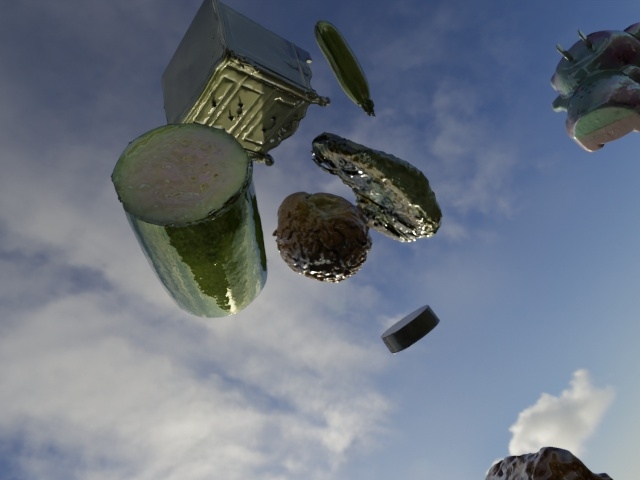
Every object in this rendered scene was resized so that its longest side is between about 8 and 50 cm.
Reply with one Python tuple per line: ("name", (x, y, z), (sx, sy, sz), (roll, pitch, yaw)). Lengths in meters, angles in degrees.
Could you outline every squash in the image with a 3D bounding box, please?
("squash", (-0.258, -0.023, 0.906), (0.263, 0.263, 0.384), (-33, -28, -22))
("squash", (0.084, -0.538, 1.326), (0.095, 0.094, 0.340), (-35, -83, -20))

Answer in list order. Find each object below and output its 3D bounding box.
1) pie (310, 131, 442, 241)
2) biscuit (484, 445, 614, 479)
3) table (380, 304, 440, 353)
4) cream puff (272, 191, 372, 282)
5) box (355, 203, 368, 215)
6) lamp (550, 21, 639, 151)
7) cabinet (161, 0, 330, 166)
("pie", (0.139, -0.111, 0.964), (0.371, 0.297, 0.078), (44, -105, -33))
("biscuit", (0.485, 0.527, 0.687), (0.166, 0.395, 0.342), (-54, -22, -22))
("table", (0.202, 0.200, 0.946), (0.134, 0.043, 0.133), (-34, -9, -6))
("cream puff", (0.000, 0.000, 1.400), (0.343, 0.327, 0.231), (40, -138, -21))
("box", (0.166, -0.126, 1.456), (0.083, 0.054, 0.024), (-48, -7, 22))
("lamp", (0.703, -0.408, 1.073), (0.248, 0.247, 0.300), (28, -120, -20))
("cabinet", (-0.199, -0.388, 1.095), (0.318, 0.227, 0.290), (11, -38, -42))
